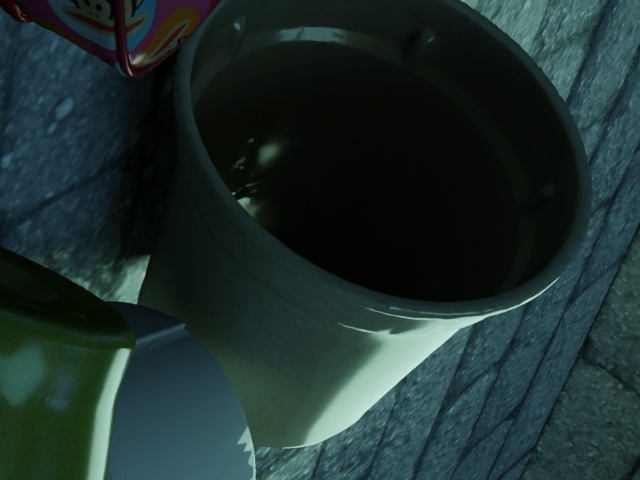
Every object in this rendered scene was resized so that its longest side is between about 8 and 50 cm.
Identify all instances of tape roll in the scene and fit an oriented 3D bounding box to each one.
[{"bbox_3d":[-0.195,0.179,1.414,0.169,0.246,0.246,-17,140,-56],"label":"tape roll"}]

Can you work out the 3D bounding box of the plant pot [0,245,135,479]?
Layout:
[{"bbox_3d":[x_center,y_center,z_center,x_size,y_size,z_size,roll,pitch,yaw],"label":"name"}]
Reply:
[{"bbox_3d":[-0.281,0.168,1.124,0.353,0.366,0.366,-66,159,4],"label":"plant pot"}]

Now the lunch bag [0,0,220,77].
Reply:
[{"bbox_3d":[-0.075,-0.264,1.068,0.293,0.120,0.258,-54,164,-29],"label":"lunch bag"}]

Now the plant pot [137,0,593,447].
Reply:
[{"bbox_3d":[0.000,0.000,1.501,0.334,0.334,0.305,-35,165,-39],"label":"plant pot"}]
